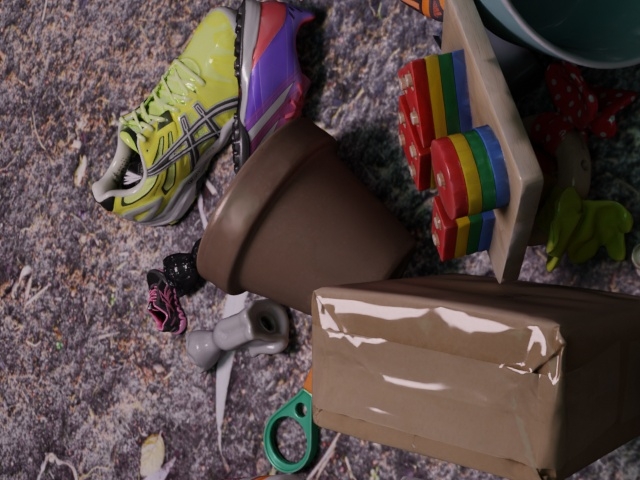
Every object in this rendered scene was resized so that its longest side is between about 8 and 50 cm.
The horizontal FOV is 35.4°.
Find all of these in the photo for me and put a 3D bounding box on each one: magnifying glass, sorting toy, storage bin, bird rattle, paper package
[{"bbox_3d":[-0.023,0.245,1.496,0.092,0.026,0.231,33,109,31],"label":"magnifying glass"},{"bbox_3d":[0.155,-0.106,1.143,0.089,0.255,0.257,-14,64,-2],"label":"sorting toy"},{"bbox_3d":[0.218,-0.232,1.270,0.091,0.098,0.135,-37,70,20],"label":"storage bin"},{"bbox_3d":[0.271,-0.087,1.216,0.207,0.143,0.254,-15,79,52],"label":"bird rattle"},{"bbox_3d":[0.193,0.138,1.149,0.309,0.324,0.168,8,96,35],"label":"paper package"}]

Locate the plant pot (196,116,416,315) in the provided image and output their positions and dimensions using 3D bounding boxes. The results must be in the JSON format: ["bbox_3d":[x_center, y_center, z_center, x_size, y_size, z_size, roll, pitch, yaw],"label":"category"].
[{"bbox_3d":[0.000,0.000,1.363,0.229,0.263,0.263,33,111,11],"label":"plant pot"}]

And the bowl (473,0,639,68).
[{"bbox_3d":[0.269,-0.337,1.129,0.163,0.311,0.312,-178,87,-68],"label":"bowl"}]

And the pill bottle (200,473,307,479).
[{"bbox_3d":[-0.184,0.473,1.498,0.392,0.224,0.224,-14,83,36],"label":"pill bottle"}]

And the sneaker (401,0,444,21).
[{"bbox_3d":[0.214,-0.418,1.261,0.180,0.124,0.321,45,126,22],"label":"sneaker"}]

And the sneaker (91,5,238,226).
[{"bbox_3d":[-0.222,-0.184,1.555,0.145,0.147,0.385,39,111,31],"label":"sneaker"}]

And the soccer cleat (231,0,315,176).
[{"bbox_3d":[-0.070,-0.190,1.468,0.116,0.108,0.318,1,95,-8],"label":"soccer cleat"}]

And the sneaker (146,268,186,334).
[{"bbox_3d":[-0.265,0.100,1.649,0.047,0.057,0.119,-37,69,33],"label":"sneaker"}]

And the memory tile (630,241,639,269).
[{"bbox_3d":[0.441,0.039,1.158,0.113,0.012,0.148,-46,67,28],"label":"memory tile"}]

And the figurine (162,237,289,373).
[{"bbox_3d":[-0.161,0.094,1.564,0.209,0.092,0.215,-24,78,42],"label":"figurine"}]

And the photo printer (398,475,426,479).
[{"bbox_3d":[0.175,0.472,1.305,0.307,0.107,0.256,25,106,33],"label":"photo printer"}]
